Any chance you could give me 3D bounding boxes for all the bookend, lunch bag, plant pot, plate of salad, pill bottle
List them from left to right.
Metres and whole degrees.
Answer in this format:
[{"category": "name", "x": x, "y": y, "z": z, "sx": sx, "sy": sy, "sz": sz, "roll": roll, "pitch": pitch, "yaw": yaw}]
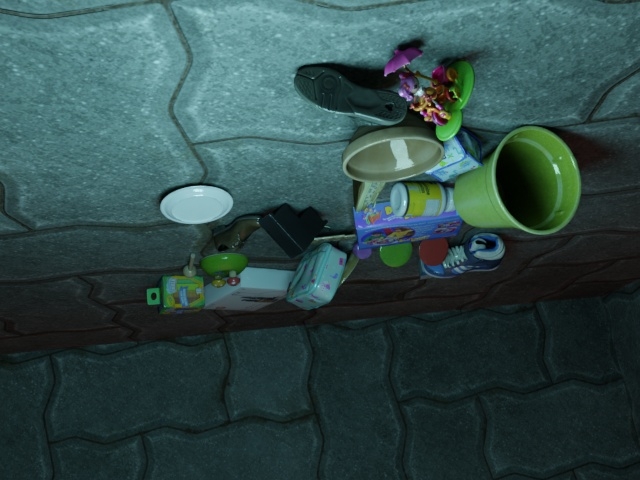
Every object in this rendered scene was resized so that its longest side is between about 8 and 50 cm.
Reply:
[{"category": "plate of salad", "x": -0.344, "y": -0.104, "z": 1.751, "sx": 0.200, "sy": 0.048, "sz": 0.200, "roll": -10, "pitch": 153, "yaw": -5}, {"category": "bookend", "x": -0.083, "y": -0.057, "z": 1.927, "sx": 0.157, "sy": 0.156, "sz": 0.072, "roll": 48, "pitch": 140, "yaw": -12}, {"category": "lunch bag", "x": -0.018, "y": 0.130, "z": 2.320, "sx": 0.108, "sy": 0.224, "sz": 0.279, "roll": 27, "pitch": 157, "yaw": -18}, {"category": "plant pot", "x": 0.064, "y": 0.122, "z": 2.412, "sx": 0.032, "sy": 0.236, "sz": 0.236, "roll": 40, "pitch": 147, "yaw": -10}, {"category": "plant pot", "x": 0.161, "y": -0.228, "z": 1.457, "sx": 0.237, "sy": 0.109, "sz": 0.237, "roll": -7, "pitch": 161, "yaw": -2}, {"category": "pill bottle", "x": 0.306, "y": -0.121, "z": 1.859, "sx": 0.184, "sy": 0.103, "sz": 0.103, "roll": -2, "pitch": 162, "yaw": -18}, {"category": "lunch bag", "x": 0.316, "y": -0.222, "z": 1.577, "sx": 0.129, "sy": 0.096, "sz": 0.151, "roll": -21, "pitch": 146, "yaw": 37}, {"category": "plant pot", "x": 0.497, "y": -0.136, "z": 1.682, "sx": 0.276, "sy": 0.276, "sz": 0.254, "roll": 0, "pitch": 173, "yaw": -22}]

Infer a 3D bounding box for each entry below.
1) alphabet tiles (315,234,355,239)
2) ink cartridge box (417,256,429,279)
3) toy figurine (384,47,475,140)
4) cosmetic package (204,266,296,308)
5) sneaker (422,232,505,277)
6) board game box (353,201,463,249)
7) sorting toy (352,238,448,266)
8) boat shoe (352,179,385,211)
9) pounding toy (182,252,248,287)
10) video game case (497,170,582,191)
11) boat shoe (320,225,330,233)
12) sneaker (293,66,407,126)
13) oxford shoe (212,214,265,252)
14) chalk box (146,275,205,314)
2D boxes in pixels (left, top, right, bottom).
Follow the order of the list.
[{"category": "alphabet tiles", "x": 0.000, "y": 0.000, "z": 2.199, "sx": 0.237, "sy": 0.009, "sz": 0.198, "roll": -6, "pitch": 175, "yaw": -3}, {"category": "ink cartridge box", "x": 0.516, "y": 0.101, "z": 2.673, "sx": 0.191, "sy": 0.082, "sz": 0.139, "roll": -6, "pitch": 162, "yaw": 2}, {"category": "toy figurine", "x": 0.193, "y": -0.296, "z": 1.211, "sx": 0.159, "sy": 0.173, "sz": 0.130, "roll": 18, "pitch": 158, "yaw": -28}, {"category": "cosmetic package", "x": -0.310, "y": 0.212, "z": 2.678, "sx": 0.284, "sy": 0.097, "sz": 0.377, "roll": 9, "pitch": 156, "yaw": -35}, {"category": "sneaker", "x": 0.560, "y": 0.045, "z": 2.474, "sx": 0.323, "sy": 0.130, "sz": 0.236, "roll": -5, "pitch": 153, "yaw": 9}, {"category": "board game box", "x": 0.288, "y": -0.061, "z": 2.080, "sx": 0.347, "sy": 0.078, "sz": 0.233, "roll": -8, "pitch": 162, "yaw": 3}, {"category": "sorting toy", "x": 0.288, "y": 0.025, "z": 2.369, "sx": 0.366, "sy": 0.127, "sz": 0.126, "roll": 0, "pitch": -169, "yaw": -13}, {"category": "boat shoe", "x": 0.141, "y": -0.154, "z": 1.687, "sx": 0.089, "sy": 0.104, "sz": 0.285, "roll": -2, "pitch": 161, "yaw": -7}, {"category": "pounding toy", "x": -0.381, "y": 0.124, "z": 2.344, "sx": 0.237, "sy": 0.110, "sz": 0.183, "roll": 0, "pitch": 161, "yaw": -23}, {"category": "video game case", "x": 0.613, "y": -0.172, "z": 1.864, "sx": 0.206, "sy": 0.026, "sz": 0.227, "roll": 13, "pitch": 158, "yaw": -11}, {"category": "boat shoe", "x": -0.029, "y": -0.026, "z": 2.127, "sx": 0.133, "sy": 0.042, "sz": 0.049, "roll": -3, "pitch": 159, "yaw": -18}, {"category": "sneaker", "x": 0.051, "y": -0.283, "z": 1.274, "sx": 0.228, "sy": 0.087, "sz": 0.130, "roll": 12, "pitch": 180, "yaw": -10}, {"category": "oxford shoe", "x": -0.249, "y": -0.017, "z": 1.983, "sx": 0.083, "sy": 0.096, "sz": 0.227, "roll": 13, "pitch": 152, "yaw": -44}, {"category": "chalk box", "x": -0.584, "y": 0.219, "z": 2.525, "sx": 0.213, "sy": 0.132, "sz": 0.132, "roll": 0, "pitch": 161, "yaw": -25}]
